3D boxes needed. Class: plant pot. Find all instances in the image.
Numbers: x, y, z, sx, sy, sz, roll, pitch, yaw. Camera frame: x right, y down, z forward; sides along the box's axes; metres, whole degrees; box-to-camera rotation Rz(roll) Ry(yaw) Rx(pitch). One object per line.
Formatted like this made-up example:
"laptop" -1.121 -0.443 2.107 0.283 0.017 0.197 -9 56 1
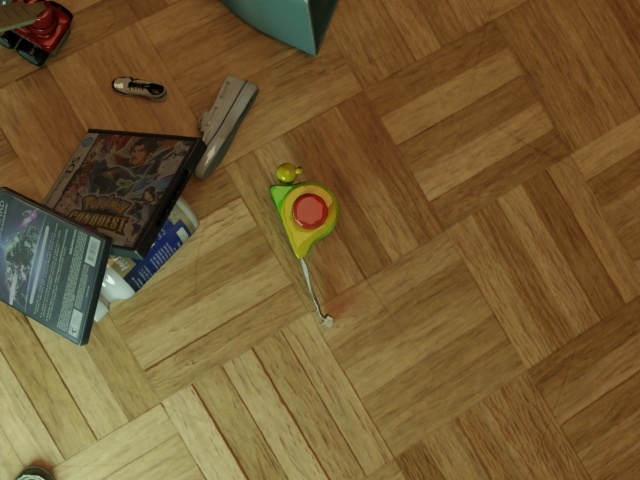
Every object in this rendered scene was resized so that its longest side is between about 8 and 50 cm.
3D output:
"plant pot" -0.089 -0.545 1.889 0.252 0.247 0.247 19 78 7

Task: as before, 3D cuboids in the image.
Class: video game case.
"video game case" -0.486 0.041 1.711 0.274 0.026 0.196 23 104 29
"video game case" -0.368 -0.090 1.748 0.275 0.035 0.248 8 58 31

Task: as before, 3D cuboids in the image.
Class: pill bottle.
"pill bottle" -0.360 0.012 1.794 0.153 0.153 0.264 43 76 -4

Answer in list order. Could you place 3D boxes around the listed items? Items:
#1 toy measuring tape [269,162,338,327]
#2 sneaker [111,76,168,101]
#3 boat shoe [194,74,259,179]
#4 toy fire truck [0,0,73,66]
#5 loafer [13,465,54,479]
"toy measuring tape" 0.000 0.000 1.903 0.121 0.121 0.330 -23 96 -14
"sneaker" -0.348 -0.298 1.894 0.109 0.044 0.040 8 83 -10
"boat shoe" -0.203 -0.222 1.907 0.076 0.083 0.226 27 66 4
"toy fire truck" -0.571 -0.423 1.755 0.217 0.246 0.158 31 77 -7
"loafer" -0.533 0.523 1.721 0.094 0.087 0.251 19 79 -10
